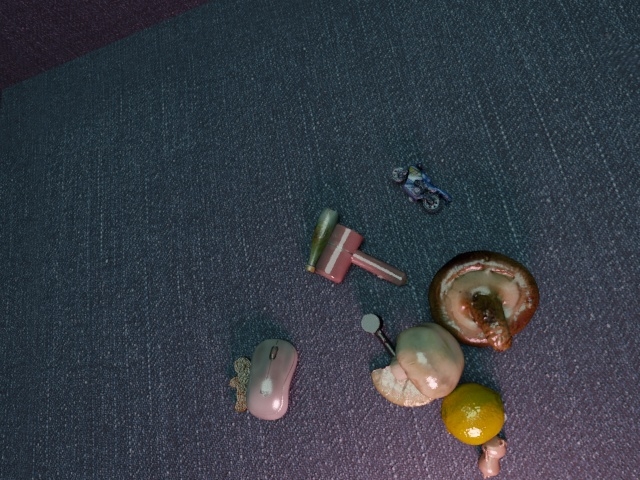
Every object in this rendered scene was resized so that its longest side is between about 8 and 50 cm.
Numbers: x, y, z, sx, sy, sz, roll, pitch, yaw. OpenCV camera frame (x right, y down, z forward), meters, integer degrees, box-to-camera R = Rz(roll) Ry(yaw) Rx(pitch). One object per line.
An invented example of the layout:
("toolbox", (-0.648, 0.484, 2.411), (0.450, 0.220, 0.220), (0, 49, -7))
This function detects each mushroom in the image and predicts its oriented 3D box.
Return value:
("mushroom", (0.332, 0.395, 1.330), (0.234, 0.260, 0.254), (-42, 23, 30))
("mushroom", (0.543, 0.197, 1.392), (0.344, 0.239, 0.346), (1, 67, -2))

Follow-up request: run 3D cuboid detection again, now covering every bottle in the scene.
("bottle", (0.000, 0.000, 1.665), (0.083, 0.083, 0.270), (20, 85, 20))

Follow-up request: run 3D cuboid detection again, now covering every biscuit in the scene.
("biscuit", (0.310, 0.497, 1.464), (0.265, 0.040, 0.188), (-2, 77, 17))
("biscuit", (-0.296, 0.569, 1.631), (0.138, 0.031, 0.205), (-18, 73, 7))

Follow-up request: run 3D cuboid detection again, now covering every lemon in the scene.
("lemon", (0.476, 0.535, 1.273), (0.203, 0.178, 0.178), (-38, 69, 5))

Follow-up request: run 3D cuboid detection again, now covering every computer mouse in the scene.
("computer mouse", (-0.194, 0.525, 1.552), (0.184, 0.121, 0.297), (10, 76, 13))

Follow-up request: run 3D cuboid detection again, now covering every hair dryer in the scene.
("hair dryer", (0.245, 0.372, 1.480), (0.070, 0.114, 0.248), (-40, 71, 5))
("hair dryer", (0.170, 0.103, 1.577), (0.352, 0.125, 0.211), (26, 85, 14))

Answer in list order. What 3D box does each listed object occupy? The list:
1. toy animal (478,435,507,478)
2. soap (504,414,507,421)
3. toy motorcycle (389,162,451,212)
("toy animal", (0.556, 0.696, 1.318), (0.089, 0.083, 0.150), (20, 94, 8))
("soap", (0.543, 0.592, 1.358), (0.149, 0.056, 0.100), (-27, 67, 9))
("toy motorcycle", (0.397, -0.221, 1.602), (0.135, 0.092, 0.254), (-42, 77, -7))
